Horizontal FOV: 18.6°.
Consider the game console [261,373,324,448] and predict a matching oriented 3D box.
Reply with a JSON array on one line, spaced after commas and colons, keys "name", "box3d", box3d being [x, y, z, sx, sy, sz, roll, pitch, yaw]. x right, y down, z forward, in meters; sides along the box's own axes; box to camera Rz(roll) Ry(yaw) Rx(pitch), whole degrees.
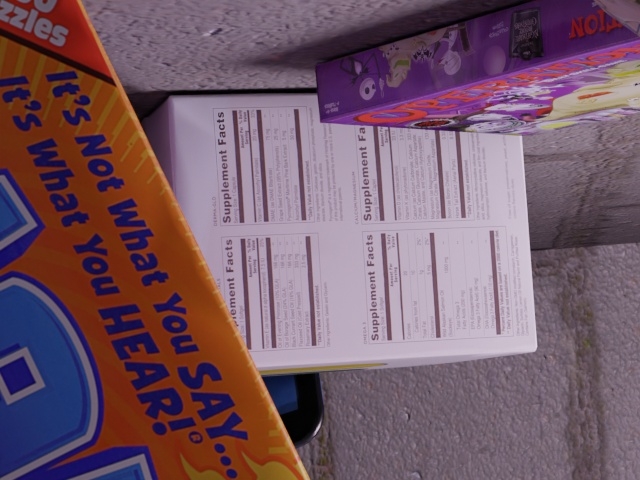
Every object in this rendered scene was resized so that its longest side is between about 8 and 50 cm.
[{"name": "game console", "box3d": [-0.158, 0.051, 1.602, 0.250, 0.293, 0.173, 17, 136, -31]}]

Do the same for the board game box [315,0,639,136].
[{"name": "board game box", "box3d": [0.186, -0.117, 1.221, 0.208, 0.056, 0.347, 6, 169, -40]}]

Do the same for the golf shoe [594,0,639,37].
[{"name": "golf shoe", "box3d": [0.163, -0.112, 0.907, 0.086, 0.069, 0.176, 16, -166, -27]}]

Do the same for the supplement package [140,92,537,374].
[{"name": "supplement package", "box3d": [0.000, 0.000, 1.471, 0.263, 0.198, 0.199, -2, 174, -16]}]

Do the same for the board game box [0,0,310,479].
[{"name": "board game box", "box3d": [-0.262, 0.105, 1.031, 0.356, 0.356, 0.356, -27, -177, -22]}]
